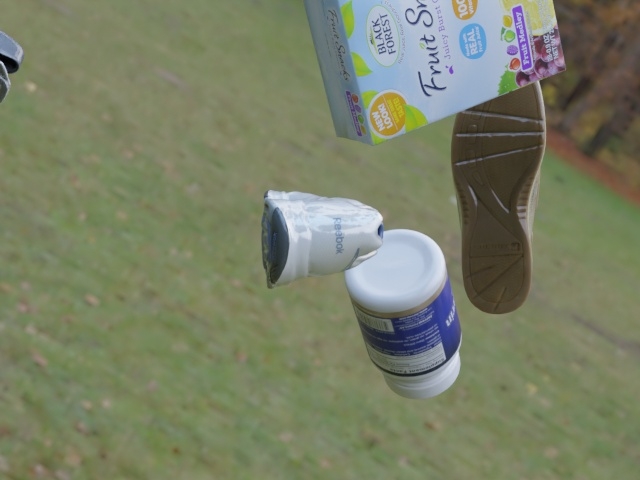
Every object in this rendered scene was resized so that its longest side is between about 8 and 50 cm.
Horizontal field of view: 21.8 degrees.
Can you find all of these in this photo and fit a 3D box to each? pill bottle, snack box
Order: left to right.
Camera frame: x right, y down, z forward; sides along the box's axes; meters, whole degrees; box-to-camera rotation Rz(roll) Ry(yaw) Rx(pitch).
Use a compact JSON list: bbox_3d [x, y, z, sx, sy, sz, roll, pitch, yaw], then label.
[{"bbox_3d":[0.133,0.119,2.544,0.153,0.153,0.264,38,-22,37],"label":"pill bottle"},{"bbox_3d":[0.094,-0.195,1.402,0.207,0.174,0.070,-23,20,-23],"label":"snack box"}]

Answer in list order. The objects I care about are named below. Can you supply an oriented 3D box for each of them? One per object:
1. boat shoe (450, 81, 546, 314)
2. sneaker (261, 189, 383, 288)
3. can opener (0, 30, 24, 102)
[{"bbox_3d":[0.231,-0.079,2.204,0.122,0.341,0.110,4,10,4],"label":"boat shoe"},{"bbox_3d":[0.000,0.000,1.792,0.129,0.111,0.297,-3,5,-4],"label":"sneaker"},{"bbox_3d":[-0.501,-0.237,2.001,0.284,0.076,0.095,17,49,0],"label":"can opener"}]
